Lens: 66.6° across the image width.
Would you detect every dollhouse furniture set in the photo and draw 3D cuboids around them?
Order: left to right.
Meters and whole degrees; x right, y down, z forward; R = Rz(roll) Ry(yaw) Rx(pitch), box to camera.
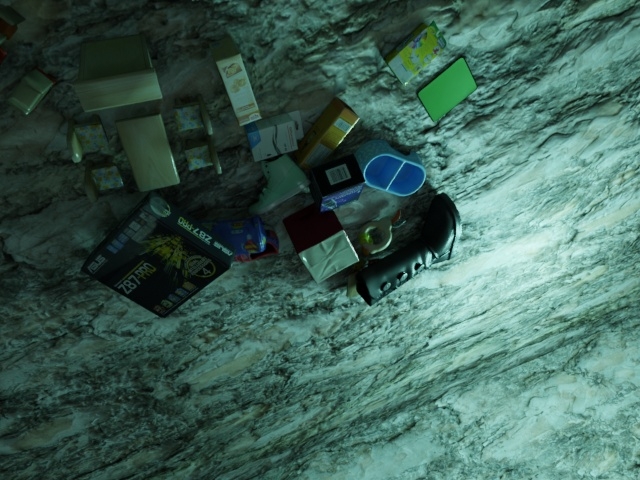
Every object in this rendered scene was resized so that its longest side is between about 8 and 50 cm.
[{"bbox_3d":[-0.764,-0.416,1.123,0.262,0.135,0.259,-43,121,15],"label":"dollhouse furniture set"},{"bbox_3d":[-0.466,-0.281,1.254,0.362,0.256,0.394,-14,133,-12],"label":"dollhouse furniture set"}]

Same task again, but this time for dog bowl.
[{"bbox_3d":[0.249,-0.248,1.727,0.297,0.074,0.166,13,122,-31],"label":"dog bowl"}]

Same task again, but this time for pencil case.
[{"bbox_3d":[-0.324,-0.015,1.598,0.306,0.133,0.119,-5,151,4],"label":"pencil case"}]

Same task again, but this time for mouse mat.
[{"bbox_3d":[0.427,-0.502,1.631,0.189,0.007,0.152,-39,133,10],"label":"mouse mat"}]

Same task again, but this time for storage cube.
[{"bbox_3d":[0.000,0.000,1.750,0.183,0.193,0.215,-28,135,1],"label":"storage cube"}]

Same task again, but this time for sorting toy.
[{"bbox_3d":[0.172,0.165,2.069,0.132,0.046,0.275,-11,133,-15],"label":"sorting toy"}]

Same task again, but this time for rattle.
[{"bbox_3d":[0.249,-0.022,1.914,0.199,0.130,0.143,-43,139,-9],"label":"rattle"}]

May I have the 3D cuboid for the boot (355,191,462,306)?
[{"bbox_3d":[0.336,0.044,1.939,0.445,0.146,0.367,-26,135,-9],"label":"boot"}]

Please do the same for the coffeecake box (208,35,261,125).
[{"bbox_3d":[-0.229,-0.428,1.310,0.068,0.142,0.185,-21,134,-5],"label":"coffeecake box"}]

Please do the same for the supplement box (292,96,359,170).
[{"bbox_3d":[0.014,-0.331,1.548,0.080,0.078,0.233,24,117,-41],"label":"supplement box"}]

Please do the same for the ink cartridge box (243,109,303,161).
[{"bbox_3d":[-0.134,-0.323,1.500,0.180,0.060,0.104,-18,133,-8],"label":"ink cartridge box"}]

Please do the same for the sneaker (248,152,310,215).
[{"bbox_3d":[-0.168,-0.189,1.602,0.256,0.094,0.151,-29,102,28],"label":"sneaker"}]

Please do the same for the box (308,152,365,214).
[{"bbox_3d":[0.050,-0.182,1.607,0.153,0.108,0.207,-21,170,-6],"label":"box"}]

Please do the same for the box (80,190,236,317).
[{"bbox_3d":[-0.506,0.060,1.522,0.395,0.097,0.318,-34,119,32],"label":"box"}]

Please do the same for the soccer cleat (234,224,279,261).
[{"bbox_3d":[-0.299,0.031,1.696,0.318,0.116,0.109,-13,133,-13],"label":"soccer cleat"}]

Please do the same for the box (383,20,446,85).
[{"bbox_3d":[0.291,-0.575,1.484,0.179,0.043,0.105,-38,133,14],"label":"box"}]
